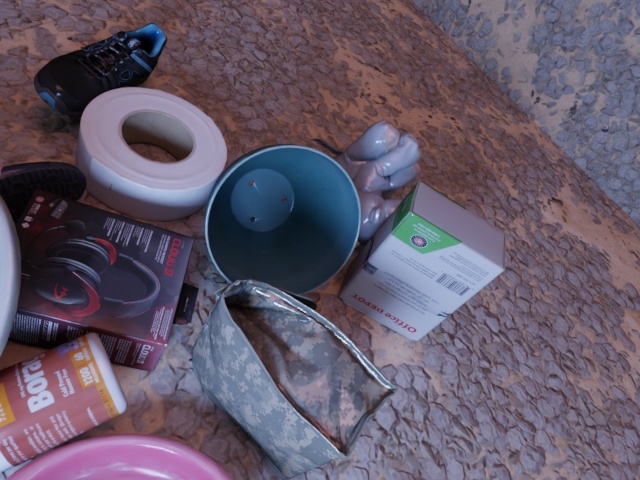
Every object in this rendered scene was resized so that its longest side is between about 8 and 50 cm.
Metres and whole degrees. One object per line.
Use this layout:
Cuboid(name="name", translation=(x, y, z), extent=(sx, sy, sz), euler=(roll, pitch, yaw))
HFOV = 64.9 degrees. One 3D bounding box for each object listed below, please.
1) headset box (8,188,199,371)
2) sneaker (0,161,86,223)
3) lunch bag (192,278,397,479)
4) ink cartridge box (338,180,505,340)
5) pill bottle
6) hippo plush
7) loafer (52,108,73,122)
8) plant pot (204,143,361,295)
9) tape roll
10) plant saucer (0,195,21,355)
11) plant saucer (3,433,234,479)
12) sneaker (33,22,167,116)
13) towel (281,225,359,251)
Cuboid(name="headset box", translation=(-0.348, 0.070, 0.814), extent=(0.293, 0.110, 0.218), euler=(19, 47, -18))
Cuboid(name="sneaker", translation=(-0.557, -0.089, 0.819), extent=(0.131, 0.112, 0.319), euler=(40, 38, 25))
Cuboid(name="lunch bag", translation=(-0.069, 0.203, 0.789), extent=(0.287, 0.235, 0.169), euler=(44, 51, 6))
Cuboid(name="ink cartridge box", translation=(0.199, 0.053, 1.037), extent=(0.211, 0.289, 0.121), euler=(31, 42, -7))
Cuboid(name="pill bottle", translation=(-0.378, 0.218, 0.655), extent=(0.216, 0.121, 0.121), euler=(-24, 69, -26))
Cuboid(name="hippo plush", translation=(0.124, -0.123, 1.168), extent=(0.294, 0.234, 0.236), euler=(11, 50, -24))
Cuboid(name="loafer", translation=(-0.534, -0.296, 1.051), extent=(0.045, 0.039, 0.125), euler=(-16, 56, -2))
Cuboid(name="plant pot", translation=(-0.091, -0.055, 0.990), extent=(0.290, 0.290, 0.195), euler=(12, 14, -24))
Cuboid(name="tape roll", translation=(-0.341, -0.179, 1.027), extent=(0.286, 0.100, 0.286), euler=(17, 49, -20))
Cuboid(name="plant saucer", translation=(-0.531, 0.083, 0.618), extent=(0.401, 0.100, 0.400), euler=(-2, 74, 7))
Cuboid(name="plant saucer", translation=(-0.239, 0.382, 0.585), extent=(0.332, 0.084, 0.332), euler=(16, 25, -8))
Cuboid(name="sneaker", translation=(-0.449, -0.372, 1.047), extent=(0.125, 0.140, 0.340), euler=(47, 36, -17))
Cuboid(name="towel", translation=(0.000, 0.000, 1.098), extent=(0.148, 0.027, 0.110), euler=(-24, 68, -7))
